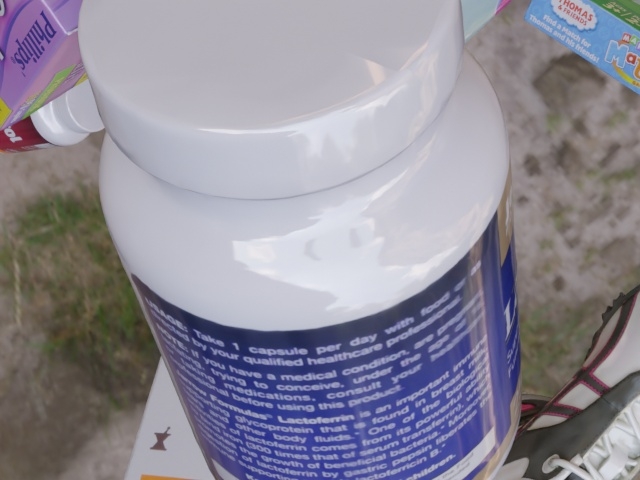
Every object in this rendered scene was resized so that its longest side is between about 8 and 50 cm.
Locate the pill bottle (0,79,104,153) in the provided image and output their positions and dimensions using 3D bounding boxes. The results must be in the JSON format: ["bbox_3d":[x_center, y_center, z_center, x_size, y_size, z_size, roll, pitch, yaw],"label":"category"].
[{"bbox_3d":[-0.293,-0.140,1.463,0.152,0.086,0.086,-4,152,40],"label":"pill bottle"}]

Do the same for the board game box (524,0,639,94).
[{"bbox_3d":[0.253,-0.126,0.884,0.211,0.160,0.039,-17,138,-47],"label":"board game box"}]

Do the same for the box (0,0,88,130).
[{"bbox_3d":[-0.233,-0.233,0.984,0.117,0.243,0.213,-38,-175,-28],"label":"box"}]

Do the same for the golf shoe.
[{"bbox_3d":[0.185,0.117,0.843,0.105,0.120,0.273,40,119,-10],"label":"golf shoe"}]

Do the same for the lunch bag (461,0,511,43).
[{"bbox_3d":[-0.027,-0.189,0.841,0.223,0.160,0.262,-46,136,-3],"label":"lunch bag"}]

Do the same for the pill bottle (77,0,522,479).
[{"bbox_3d":[0.000,0.000,0.543,0.153,0.153,0.265,-23,143,-8],"label":"pill bottle"}]

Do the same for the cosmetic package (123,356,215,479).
[{"bbox_3d":[-0.050,0.202,1.415,0.230,0.453,0.161,2,148,19],"label":"cosmetic package"}]
